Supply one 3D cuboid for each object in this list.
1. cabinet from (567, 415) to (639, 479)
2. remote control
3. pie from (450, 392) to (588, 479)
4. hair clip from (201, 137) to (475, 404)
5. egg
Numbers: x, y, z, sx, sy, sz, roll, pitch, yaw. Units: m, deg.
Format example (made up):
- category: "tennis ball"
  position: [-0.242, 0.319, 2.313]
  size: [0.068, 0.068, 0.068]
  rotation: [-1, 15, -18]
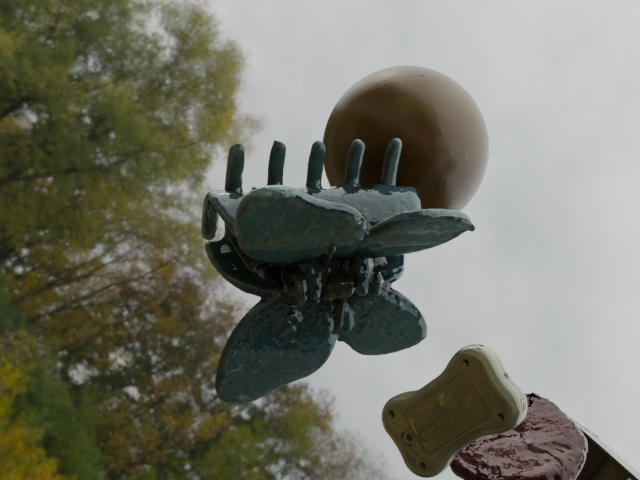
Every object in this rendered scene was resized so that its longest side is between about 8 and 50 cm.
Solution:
- category: "cabinet"
  position: [0.521, 0.485, 1.488]
  size: [0.148, 0.174, 0.215]
  rotation: [34, 5, -32]
- category: "remote control"
  position: [0.107, 0.139, 0.628]
  size: [0.122, 0.032, 0.074]
  rotation: [-41, -111, 31]
- category: "pie"
  position: [0.199, 0.209, 0.797]
  size: [0.154, 0.154, 0.036]
  rotation: [27, -47, 48]
- category: "hair clip"
  position: [0.000, 0.000, 1.061]
  size: [0.238, 0.318, 0.392]
  rotation: [-112, -156, -43]
- category: "egg"
  position: [0.144, -0.154, 1.332]
  size: [0.282, 0.283, 0.351]
  rotation: [63, -1, -1]
